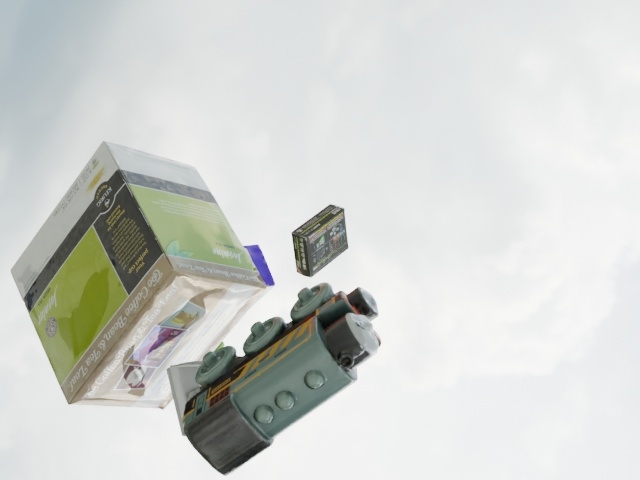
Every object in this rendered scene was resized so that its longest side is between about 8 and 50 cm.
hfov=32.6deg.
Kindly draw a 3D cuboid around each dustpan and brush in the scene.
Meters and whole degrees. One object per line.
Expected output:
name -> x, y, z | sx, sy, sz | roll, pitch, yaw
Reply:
dustpan and brush -> -0.135, 0.254, 1.810 | 0.060, 0.211, 0.147 | -129, -153, -64

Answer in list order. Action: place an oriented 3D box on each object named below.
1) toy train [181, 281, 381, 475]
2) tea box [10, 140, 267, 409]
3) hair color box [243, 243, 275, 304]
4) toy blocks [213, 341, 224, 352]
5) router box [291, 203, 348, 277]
toy train -> -0.055, 0.194, 1.563 | 0.334, 0.142, 0.190 | -35, -162, 12
tea box -> -0.323, 0.067, 1.894 | 0.329, 0.220, 0.323 | -49, -127, 23
hair color box -> -0.266, 0.140, 2.294 | 0.339, 0.185, 0.110 | -41, -115, 43
toy blocks -> -0.391, 0.199, 2.761 | 0.190, 0.261, 0.381 | -18, -163, 22
router box -> 0.000, 0.000, 2.071 | 0.038, 0.122, 0.092 | 19, -50, 34
